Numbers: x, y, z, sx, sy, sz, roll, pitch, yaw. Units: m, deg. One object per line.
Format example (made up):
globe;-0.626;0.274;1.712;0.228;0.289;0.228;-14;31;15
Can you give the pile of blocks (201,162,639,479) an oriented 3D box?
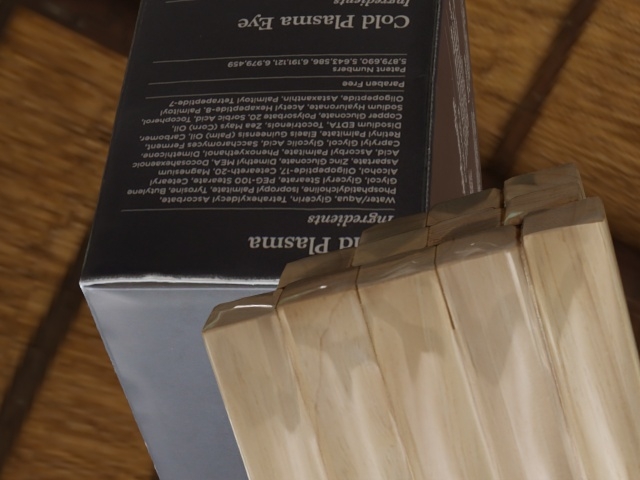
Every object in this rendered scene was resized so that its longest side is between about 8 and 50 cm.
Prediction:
pile of blocks;0.111;0.128;0.487;0.149;0.112;0.362;-39;-81;16

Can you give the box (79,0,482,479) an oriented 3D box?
box;0.000;0.000;1.013;0.179;0.343;0.312;-1;-128;9
